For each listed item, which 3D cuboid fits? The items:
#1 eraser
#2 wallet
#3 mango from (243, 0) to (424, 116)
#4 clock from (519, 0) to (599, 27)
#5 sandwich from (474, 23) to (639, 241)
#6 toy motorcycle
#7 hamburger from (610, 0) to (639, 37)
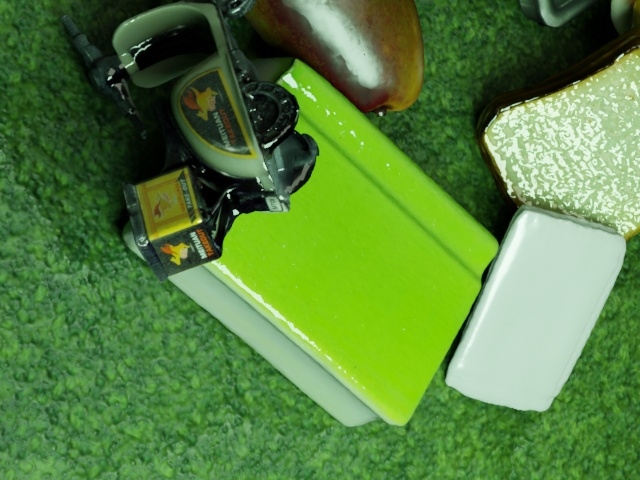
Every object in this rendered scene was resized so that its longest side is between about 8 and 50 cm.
[{"bbox_3d":[0.000,0.000,1.500,0.274,0.092,0.210,43,62,-23],"label":"eraser"},{"bbox_3d":[0.189,0.062,1.607,0.124,0.032,0.183,14,108,-26],"label":"wallet"},{"bbox_3d":[-0.006,-0.218,1.512,0.133,0.111,0.267,-45,110,-13],"label":"mango"},{"bbox_3d":[0.259,-0.373,1.707,0.273,0.049,0.278,-35,126,-32],"label":"clock"},{"bbox_3d":[0.260,-0.079,1.638,0.215,0.065,0.186,-29,103,0],"label":"sandwich"},{"bbox_3d":[-0.096,-0.109,1.386,0.157,0.091,0.263,-21,55,2],"label":"toy motorcycle"},{"bbox_3d":[0.377,-0.247,1.726,0.237,0.147,0.237,-35,142,-34],"label":"hamburger"}]
